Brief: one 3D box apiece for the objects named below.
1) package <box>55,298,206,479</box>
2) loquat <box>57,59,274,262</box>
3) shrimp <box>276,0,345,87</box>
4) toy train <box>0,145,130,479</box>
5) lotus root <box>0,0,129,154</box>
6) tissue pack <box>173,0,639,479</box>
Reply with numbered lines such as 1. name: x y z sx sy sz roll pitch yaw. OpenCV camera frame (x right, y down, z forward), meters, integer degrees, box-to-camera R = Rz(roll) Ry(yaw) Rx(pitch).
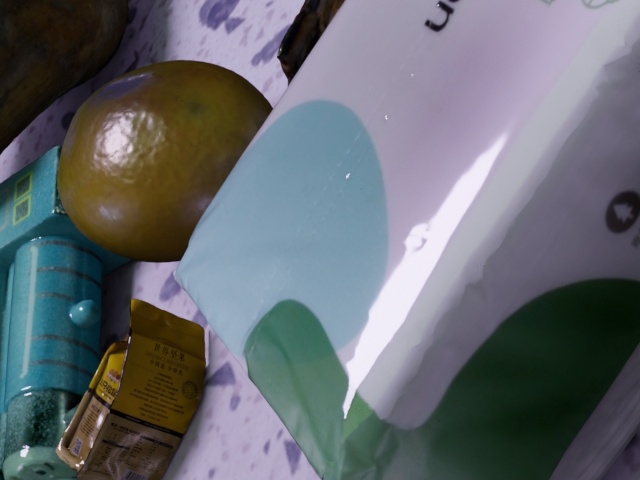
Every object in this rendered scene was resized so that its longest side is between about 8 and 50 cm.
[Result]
1. package: -0.129 0.114 1.312 0.047 0.071 0.131 28 90 57
2. loquat: -0.105 -0.059 1.335 0.195 0.152 0.152 -1 66 32
3. shrimp: 0.018 -0.163 1.321 0.145 0.059 0.254 4 71 56
4. toy train: -0.234 0.083 1.435 0.194 0.120 0.298 -30 46 32
5. lotus root: -0.311 -0.176 1.560 0.250 0.250 0.346 -17 23 46
6. tissue pack: 0.103 -0.038 1.006 0.356 0.194 0.266 -56 34 9
